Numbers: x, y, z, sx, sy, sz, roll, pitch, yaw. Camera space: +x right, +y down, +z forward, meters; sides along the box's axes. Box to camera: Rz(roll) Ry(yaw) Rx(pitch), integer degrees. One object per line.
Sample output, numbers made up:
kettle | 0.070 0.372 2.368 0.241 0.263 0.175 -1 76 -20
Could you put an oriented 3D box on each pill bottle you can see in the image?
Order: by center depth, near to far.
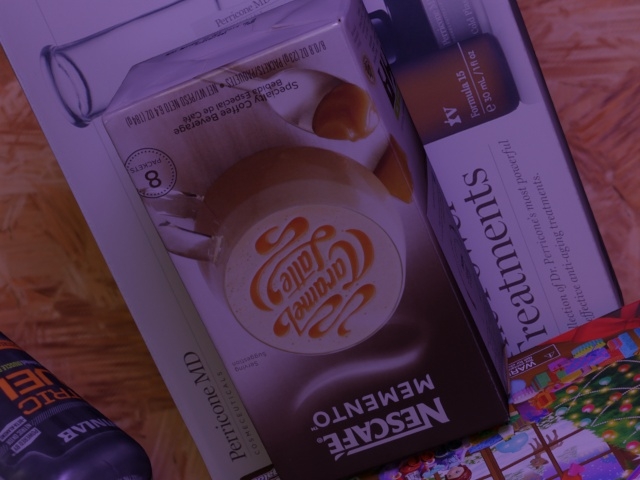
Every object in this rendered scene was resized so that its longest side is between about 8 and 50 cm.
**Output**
pill bottle | -0.202 0.153 1.060 0.246 0.130 0.130 35 85 23

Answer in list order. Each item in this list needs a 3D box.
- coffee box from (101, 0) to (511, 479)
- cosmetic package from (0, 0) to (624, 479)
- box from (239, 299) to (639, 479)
coffee box | 0.000 0.000 0.885 0.141 0.098 0.246 -21 110 12
cosmetic package | -0.003 -0.060 0.967 0.284 0.097 0.377 -19 110 13
box | 0.107 0.142 0.870 0.293 0.057 0.201 -25 25 1
